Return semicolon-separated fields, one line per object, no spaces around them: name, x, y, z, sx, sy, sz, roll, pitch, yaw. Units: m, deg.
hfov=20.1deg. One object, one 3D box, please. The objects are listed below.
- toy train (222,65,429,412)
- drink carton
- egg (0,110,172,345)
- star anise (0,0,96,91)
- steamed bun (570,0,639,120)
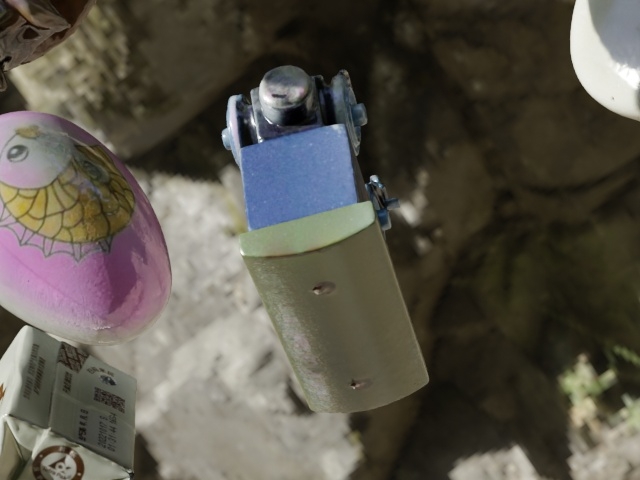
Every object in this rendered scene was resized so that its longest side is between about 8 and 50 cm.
toy train;0.000;0.000;1.517;0.131;0.300;0.202;-13;56;6
drink carton;-0.288;0.262;1.572;0.325;0.132;0.194;-58;15;14
egg;-0.264;-0.010;1.828;0.196;0.271;0.196;-50;-1;-1
star anise;-0.237;-0.126;1.107;0.214;0.099;0.220;-10;28;40
steamed bun;0.349;-0.230;1.738;0.164;0.146;0.242;39;108;48
